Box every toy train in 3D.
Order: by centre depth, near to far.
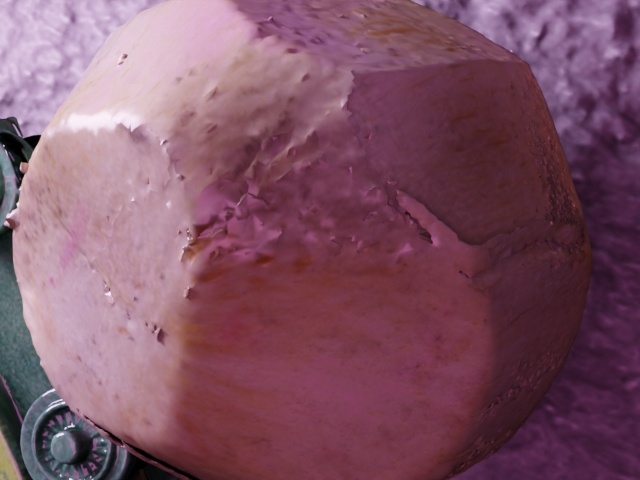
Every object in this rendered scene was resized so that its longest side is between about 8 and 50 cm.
[{"bbox_3d":[-0.244,0.076,1.064,0.237,0.150,0.369,-26,85,20],"label":"toy train"}]

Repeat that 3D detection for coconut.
[{"bbox_3d":[0.000,0.000,0.910,0.353,0.352,0.352,1,94,14],"label":"coconut"}]
